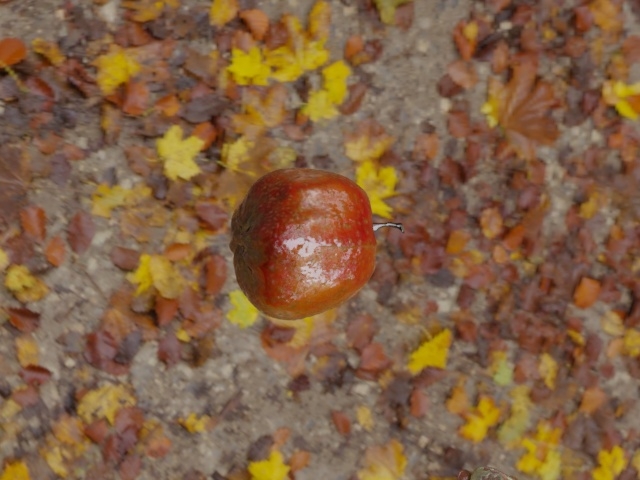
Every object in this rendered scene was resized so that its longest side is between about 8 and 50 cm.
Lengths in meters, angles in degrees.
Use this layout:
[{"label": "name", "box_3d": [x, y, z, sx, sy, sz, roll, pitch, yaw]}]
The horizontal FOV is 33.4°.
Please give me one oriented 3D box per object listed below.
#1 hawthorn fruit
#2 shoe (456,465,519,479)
[{"label": "hawthorn fruit", "box_3d": [0.000, 0.000, 1.121, 0.194, 0.157, 0.157, -10, 103, -25]}, {"label": "shoe", "box_3d": [0.222, 0.327, 1.331, 0.109, 0.069, 0.072, 6, 56, 3]}]
